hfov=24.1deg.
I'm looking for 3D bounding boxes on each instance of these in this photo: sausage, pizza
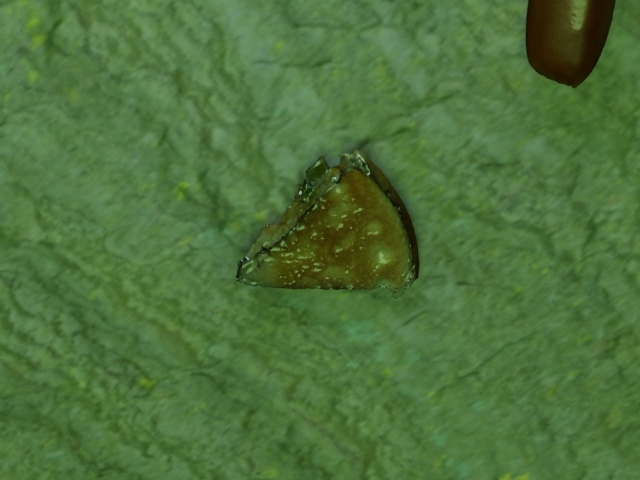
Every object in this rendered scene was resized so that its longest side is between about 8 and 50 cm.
[{"bbox_3d":[0.246,-0.291,1.409,0.083,0.089,0.300,9,114,9],"label":"sausage"},{"bbox_3d":[0.000,0.000,1.578,0.195,0.052,0.185,-20,117,9],"label":"pizza"}]
